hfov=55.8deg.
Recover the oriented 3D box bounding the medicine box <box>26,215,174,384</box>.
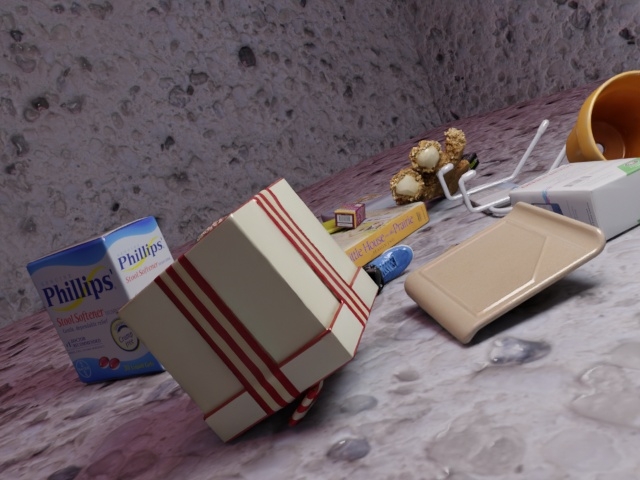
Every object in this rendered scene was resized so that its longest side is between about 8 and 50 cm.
[{"bbox_3d":[-0.427,0.128,1.269,0.263,0.289,0.149,-16,12,32],"label":"medicine box"}]

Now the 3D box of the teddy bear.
[{"bbox_3d":[0.283,-0.188,1.607,0.113,0.245,0.338,35,34,24],"label":"teddy bear"}]

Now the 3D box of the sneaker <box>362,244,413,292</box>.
[{"bbox_3d":[0.116,0.059,1.141,0.152,0.058,0.084,-27,5,-4],"label":"sneaker"}]

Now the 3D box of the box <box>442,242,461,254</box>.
[{"bbox_3d":[0.295,0.029,1.013,0.225,0.037,0.136,-11,15,40],"label":"box"}]

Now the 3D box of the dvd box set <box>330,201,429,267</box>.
[{"bbox_3d":[0.030,0.024,1.489,0.420,0.062,0.307,-31,14,-40],"label":"dvd box set"}]

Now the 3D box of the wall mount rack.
[{"bbox_3d":[0.450,-0.170,1.422,0.304,0.131,0.350,-22,12,2],"label":"wall mount rack"}]

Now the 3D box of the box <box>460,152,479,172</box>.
[{"bbox_3d":[0.413,-0.223,1.987,0.184,0.045,0.190,-19,12,30],"label":"box"}]

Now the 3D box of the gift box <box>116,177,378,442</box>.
[{"bbox_3d":[-0.087,0.104,0.846,0.276,0.258,0.255,-39,5,26],"label":"gift box"}]

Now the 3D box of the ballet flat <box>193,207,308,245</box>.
[{"bbox_3d":[-0.217,-0.044,2.123,0.182,0.164,0.482,14,31,37],"label":"ballet flat"}]

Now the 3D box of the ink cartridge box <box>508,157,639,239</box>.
[{"bbox_3d":[0.455,-0.073,1.038,0.154,0.093,0.212,-24,12,-15],"label":"ink cartridge box"}]

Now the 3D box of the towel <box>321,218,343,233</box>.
[{"bbox_3d":[-0.054,-0.001,1.562,0.237,0.021,0.102,-21,16,0],"label":"towel"}]

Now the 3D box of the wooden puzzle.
[{"bbox_3d":[0.258,0.042,0.885,0.238,0.044,0.221,-35,20,-4],"label":"wooden puzzle"}]

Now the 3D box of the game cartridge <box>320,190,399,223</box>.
[{"bbox_3d":[0.125,-0.094,1.907,0.198,0.062,0.297,-22,10,-23],"label":"game cartridge"}]

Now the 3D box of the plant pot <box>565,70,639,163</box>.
[{"bbox_3d":[0.585,-0.203,1.193,0.205,0.205,0.188,-23,-4,-3],"label":"plant pot"}]

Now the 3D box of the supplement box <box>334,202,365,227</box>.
[{"bbox_3d":[0.074,-0.064,1.514,0.055,0.043,0.083,4,21,23],"label":"supplement box"}]
